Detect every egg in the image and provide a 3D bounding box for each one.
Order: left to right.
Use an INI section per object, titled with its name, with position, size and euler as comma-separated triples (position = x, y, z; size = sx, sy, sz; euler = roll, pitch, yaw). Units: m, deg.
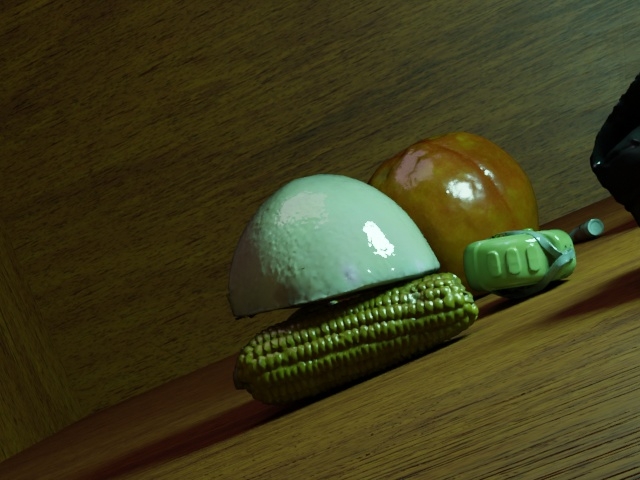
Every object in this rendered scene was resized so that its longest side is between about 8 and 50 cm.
[egg]
position = 0.000, 0.000, 1.787
size = 0.337, 0.201, 0.337
euler = -16, -2, -1

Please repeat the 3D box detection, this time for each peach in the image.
[peach]
position = 0.234, -0.046, 2.239
size = 0.342, 0.302, 0.343
euler = -21, 12, 5

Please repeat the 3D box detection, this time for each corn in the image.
[corn]
position = 0.047, 0.142, 1.678
size = 0.363, 0.120, 0.120
euler = -19, 0, 6

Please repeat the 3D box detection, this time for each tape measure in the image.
[tape measure]
position = 0.312, 0.037, 1.854
size = 0.175, 0.106, 0.200
euler = -9, 0, -5

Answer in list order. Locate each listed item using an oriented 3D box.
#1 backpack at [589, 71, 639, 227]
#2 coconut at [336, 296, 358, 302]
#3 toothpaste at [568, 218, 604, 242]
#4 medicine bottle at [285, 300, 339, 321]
[backpack]
position = 0.531, -0.141, 1.365
size = 0.445, 0.255, 0.363
euler = -28, -10, 39
[coconut]
position = 0.125, 0.076, 2.614
size = 0.227, 0.230, 0.227
euler = -53, 0, 1
[toothpaste]
position = 0.544, -0.015, 2.471
size = 0.056, 0.036, 0.205
euler = -25, -5, -8
[medicine bottle]
position = -0.007, 0.165, 1.905
size = 0.121, 0.122, 0.212
euler = -23, 0, 10
